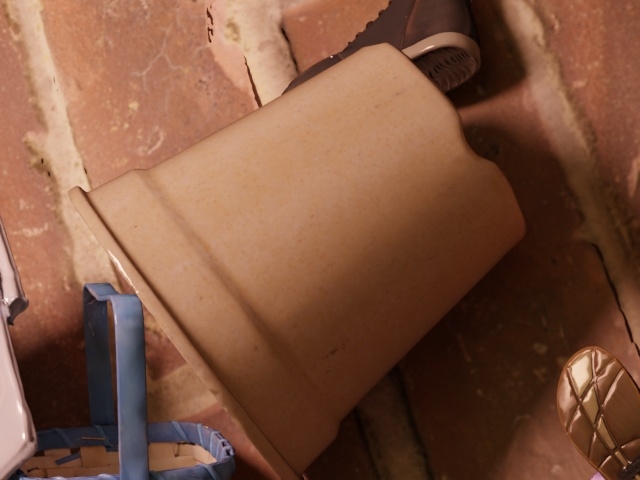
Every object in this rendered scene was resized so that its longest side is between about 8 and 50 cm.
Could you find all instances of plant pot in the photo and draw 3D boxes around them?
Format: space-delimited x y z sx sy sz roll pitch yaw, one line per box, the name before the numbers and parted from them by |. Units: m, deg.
plant pot | 0.000 0.000 1.468 0.305 0.334 0.334 -37 60 -4

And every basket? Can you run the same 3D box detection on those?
basket | -0.179 0.185 1.470 0.201 0.255 0.289 1 90 -12

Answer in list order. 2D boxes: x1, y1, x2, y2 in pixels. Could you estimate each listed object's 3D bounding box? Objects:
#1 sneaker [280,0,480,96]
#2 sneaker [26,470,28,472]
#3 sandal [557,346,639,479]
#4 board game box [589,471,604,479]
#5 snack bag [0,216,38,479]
sneaker | 0.059 -0.181 1.627 0.222 0.083 0.118 -18 47 26
sneaker | -0.356 0.216 1.664 0.147 0.130 0.330 -6 71 7
sandal | 0.258 0.171 1.366 0.072 0.049 0.180 -39 74 13
board game box | 0.260 0.269 1.381 0.170 0.048 0.141 -49 61 3
snack bag | -0.364 0.150 1.526 0.323 0.037 0.342 -47 45 26
